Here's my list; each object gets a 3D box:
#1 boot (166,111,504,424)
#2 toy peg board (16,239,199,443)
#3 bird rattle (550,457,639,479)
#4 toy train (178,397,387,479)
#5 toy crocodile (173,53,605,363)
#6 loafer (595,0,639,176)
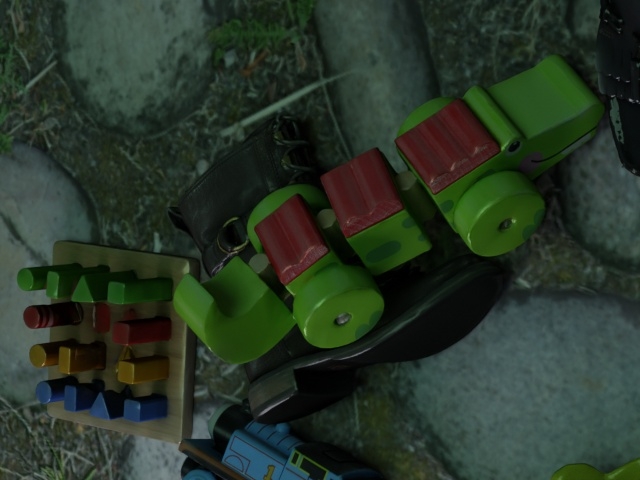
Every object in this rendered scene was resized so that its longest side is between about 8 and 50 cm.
[{"bbox_3d":[0.000,0.000,1.492,0.263,0.091,0.229,-29,67,26],"label":"boot"},{"bbox_3d":[-0.194,0.088,1.641,0.161,0.079,0.161,7,97,36],"label":"toy peg board"},{"bbox_3d":[0.182,0.287,1.353,0.207,0.143,0.253,43,120,8],"label":"bird rattle"},{"bbox_3d":[-0.035,0.200,1.535,0.184,0.080,0.105,28,99,34],"label":"toy train"},{"bbox_3d":[0.049,-0.025,1.373,0.340,0.105,0.115,-31,54,3],"label":"toy crocodile"},{"bbox_3d":[0.234,-0.188,1.301,0.109,0.095,0.303,12,100,35],"label":"loafer"}]
